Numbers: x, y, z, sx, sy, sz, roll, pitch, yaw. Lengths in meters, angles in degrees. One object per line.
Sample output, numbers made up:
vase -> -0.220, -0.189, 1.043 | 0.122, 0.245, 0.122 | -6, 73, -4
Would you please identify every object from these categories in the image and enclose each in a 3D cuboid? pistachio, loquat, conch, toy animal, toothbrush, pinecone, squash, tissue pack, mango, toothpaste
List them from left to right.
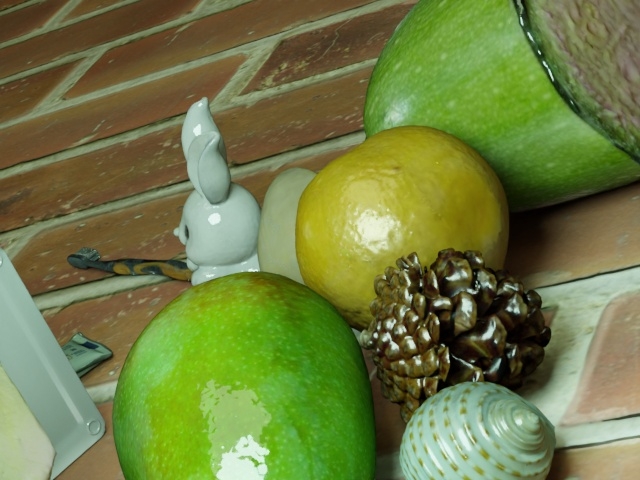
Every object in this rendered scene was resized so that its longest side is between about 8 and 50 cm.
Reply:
tissue pack -> -0.358, 0.139, 1.908 | 0.159, 0.246, 0.136 | -40, 26, -31
toothpaste -> -0.352, 0.184, 2.069 | 0.268, 0.047, 0.069 | -37, 4, -27
toothbrush -> -0.232, 0.031, 2.304 | 0.031, 0.023, 0.321 | -41, 25, -24
toy animal -> -0.123, -0.039, 2.070 | 0.131, 0.221, 0.104 | -19, 27, 17
mango -> -0.064, 0.169, 1.567 | 0.225, 0.201, 0.382 | -11, 35, 3
pistachio -> 0.000, 0.000, 1.934 | 0.144, 0.144, 0.215 | -26, 39, 3
loquat -> 0.077, -0.007, 1.760 | 0.208, 0.208, 0.208 | -24, 22, 10
pinecone -> 0.118, 0.083, 1.611 | 0.173, 0.173, 0.173 | -24, 22, 10
conch -> 0.121, 0.162, 1.494 | 0.153, 0.102, 0.135 | -8, 14, 42
squash -> 0.199, -0.143, 1.917 | 0.309, 0.310, 0.310 | -35, 12, 41

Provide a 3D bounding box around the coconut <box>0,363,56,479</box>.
coconut -> -0.393, 0.223, 1.597 | 0.352, 0.352, 0.352 | -24, 22, 10
